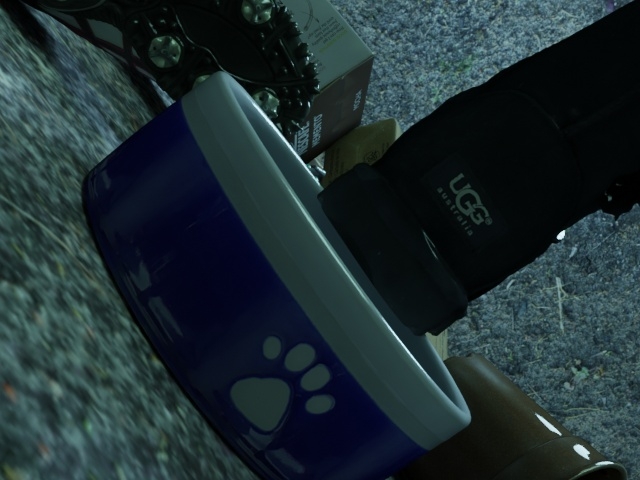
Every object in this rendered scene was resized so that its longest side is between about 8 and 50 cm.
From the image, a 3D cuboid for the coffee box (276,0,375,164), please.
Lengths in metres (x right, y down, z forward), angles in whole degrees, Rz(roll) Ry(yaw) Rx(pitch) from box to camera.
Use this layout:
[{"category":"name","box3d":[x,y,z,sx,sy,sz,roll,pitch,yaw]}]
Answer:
[{"category":"coffee box","box3d":[-0.085,-0.229,1.020,0.297,0.118,0.168,51,-13,13]}]

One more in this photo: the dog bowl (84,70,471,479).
[{"category":"dog bowl","box3d":[-0.024,0.030,0.616,0.265,0.104,0.265,54,5,-7]}]

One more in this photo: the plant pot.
[{"category":"plant pot","box3d":[0.151,0.198,0.873,0.165,0.167,0.167,49,1,38]}]

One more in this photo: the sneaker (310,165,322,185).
[{"category":"sneaker","box3d":[0.001,-0.001,1.122,0.145,0.090,0.270,52,3,-1]}]

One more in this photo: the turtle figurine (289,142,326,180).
[{"category":"turtle figurine","box3d":[-0.083,-0.098,0.859,0.234,0.118,0.175,137,-68,-80]}]

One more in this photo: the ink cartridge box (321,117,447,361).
[{"category":"ink cartridge box","box3d":[0.070,0.016,1.055,0.235,0.088,0.193,-83,155,-49]}]

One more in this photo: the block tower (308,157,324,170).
[{"category":"block tower","box3d":[-0.010,-0.044,1.310,0.335,0.097,0.091,51,6,-16]}]

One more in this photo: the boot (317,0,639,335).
[{"category":"boot","box3d":[0.225,-0.108,0.686,0.146,0.445,0.367,54,5,-2]}]

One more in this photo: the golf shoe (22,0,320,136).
[{"category":"golf shoe","box3d":[-0.122,-0.172,0.734,0.272,0.105,0.120,32,-1,-12]}]
